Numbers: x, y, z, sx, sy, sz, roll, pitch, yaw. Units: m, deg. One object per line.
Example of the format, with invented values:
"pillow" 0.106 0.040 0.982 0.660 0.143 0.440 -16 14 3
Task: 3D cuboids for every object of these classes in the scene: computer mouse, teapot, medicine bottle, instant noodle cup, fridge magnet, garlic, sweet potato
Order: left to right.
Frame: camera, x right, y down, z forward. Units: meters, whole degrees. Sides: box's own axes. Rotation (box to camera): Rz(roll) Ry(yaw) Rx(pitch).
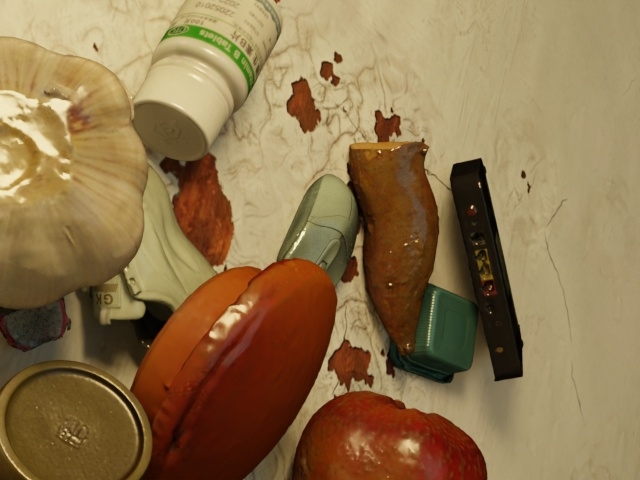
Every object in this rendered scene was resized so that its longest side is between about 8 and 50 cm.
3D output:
"garlic" -0.335 -0.072 1.402 0.322 0.241 0.322 -7 101 -37
"teapot" -0.302 0.259 1.456 0.185 0.175 0.268 32 41 -1
"medicine bottle" -0.151 -0.227 1.728 0.139 0.139 0.237 52 48 -33
"fridge magnet" -0.109 0.177 1.630 0.363 0.155 0.363 -50 159 -27
"computer mouse" 0.005 -0.002 1.942 0.113 0.068 0.229 44 53 -36
"sweet potato" 0.126 0.009 2.046 0.131 0.131 0.337 -13 96 -51
"instant noodle cup" 0.193 0.145 2.155 0.179 0.070 0.157 24 69 -48

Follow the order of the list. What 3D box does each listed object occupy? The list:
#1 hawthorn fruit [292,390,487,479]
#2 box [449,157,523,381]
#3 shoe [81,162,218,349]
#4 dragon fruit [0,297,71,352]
"hawthorn fruit" 0.097 0.359 1.863 0.275 0.275 0.300 -11 104 -51
"box" 0.281 0.045 2.213 0.211 0.058 0.350 -61 139 -76
"shoe" -0.239 0.026 1.601 0.316 0.124 0.159 55 48 -35
"dragon fruit" -0.334 0.092 1.525 0.083 0.060 0.056 -23 112 -23
